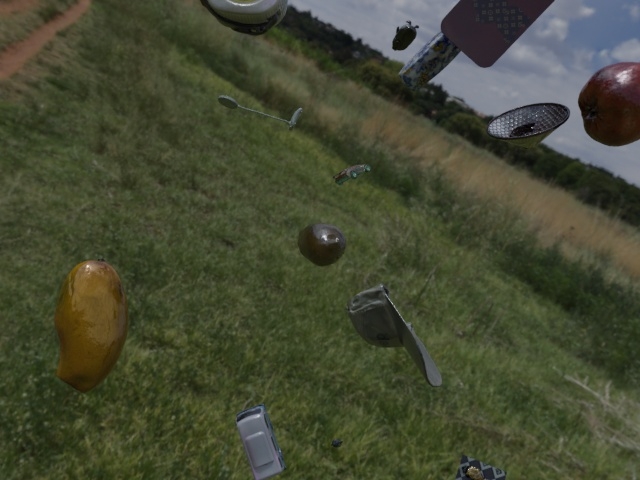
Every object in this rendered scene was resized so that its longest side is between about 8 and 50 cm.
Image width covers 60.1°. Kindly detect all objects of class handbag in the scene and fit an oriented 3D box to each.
[{"bbox_3d":[0.279,-0.683,1.865,0.072,0.111,0.047,28,47,-15],"label":"handbag"}]

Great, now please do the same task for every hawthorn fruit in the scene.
[{"bbox_3d":[0.676,-0.303,1.206,0.200,0.179,0.179,-16,26,-11],"label":"hawthorn fruit"}]

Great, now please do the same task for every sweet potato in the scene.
[{"bbox_3d":[-0.005,0.003,1.662,0.130,0.130,0.422,24,2,-8],"label":"sweet potato"}]

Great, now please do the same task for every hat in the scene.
[{"bbox_3d":[0.153,0.225,1.227,0.214,0.149,0.244,52,19,-43],"label":"hat"},{"bbox_3d":[0.507,-0.258,1.341,0.082,0.193,0.193,68,-7,-27],"label":"hat"}]

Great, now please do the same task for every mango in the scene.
[{"bbox_3d":[-0.612,0.228,1.484,0.187,0.359,0.144,-1,0,-10],"label":"mango"}]

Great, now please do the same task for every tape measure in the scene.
[{"bbox_3d":[-0.222,-0.668,1.472,0.271,0.231,0.133,9,-6,2],"label":"tape measure"}]

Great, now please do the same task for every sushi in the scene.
[{"bbox_3d":[0.356,0.562,1.234,0.120,0.126,0.026,23,-16,-6],"label":"sushi"}]

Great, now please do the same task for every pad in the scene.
[{"bbox_3d":[0.454,-0.590,1.410,0.181,0.267,0.004,44,12,5],"label":"pad"}]

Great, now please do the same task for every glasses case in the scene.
[{"bbox_3d":[0.341,-0.547,1.632,0.087,0.248,0.065,39,13,-32],"label":"glasses case"}]

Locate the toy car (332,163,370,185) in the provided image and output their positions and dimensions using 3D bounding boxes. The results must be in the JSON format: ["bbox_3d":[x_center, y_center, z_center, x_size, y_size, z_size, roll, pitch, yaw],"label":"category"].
[{"bbox_3d":[0.087,-0.179,1.465,0.122,0.059,0.035,-32,95,-47],"label":"toy car"}]

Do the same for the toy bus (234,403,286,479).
[{"bbox_3d":[-0.108,0.359,0.979,0.075,0.060,0.123,91,-22,-78],"label":"toy bus"}]

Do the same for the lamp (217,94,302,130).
[{"bbox_3d":[-0.145,-0.318,1.322,0.198,0.056,0.050,18,-11,-5],"label":"lamp"}]

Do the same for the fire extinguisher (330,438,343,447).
[{"bbox_3d":[0.053,0.631,1.723,0.083,0.038,0.025,68,1,-69],"label":"fire extinguisher"}]
